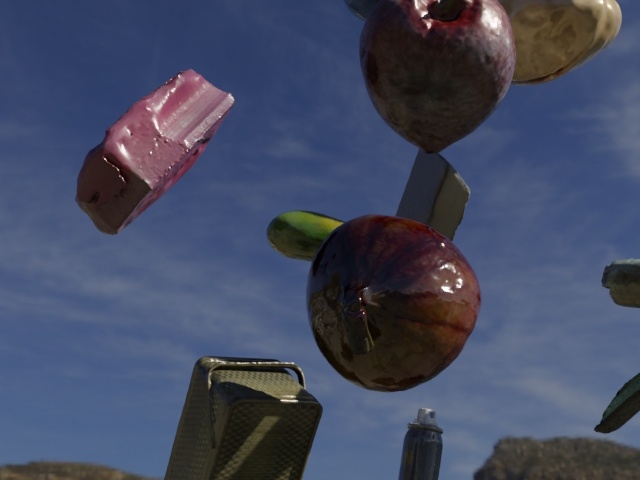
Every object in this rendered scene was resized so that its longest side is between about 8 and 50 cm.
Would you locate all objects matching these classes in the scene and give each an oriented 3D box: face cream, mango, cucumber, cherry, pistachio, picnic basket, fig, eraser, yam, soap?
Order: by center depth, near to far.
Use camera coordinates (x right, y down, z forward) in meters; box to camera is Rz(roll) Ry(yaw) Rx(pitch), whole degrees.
[{"bbox_3d":[0.090,0.077,1.203,0.235,0.235,0.214,-14,-39,22],"label":"fig"},{"bbox_3d":[0.172,-0.262,1.382,0.230,0.203,0.300,4,-47,4],"label":"cherry"},{"bbox_3d":[-0.119,0.312,1.390,0.165,0.267,0.139,8,15,-31],"label":"picnic basket"},{"bbox_3d":[-0.290,-0.154,1.568,0.127,0.325,0.220,41,-57,-4],"label":"soap"},{"bbox_3d":[0.596,0.077,1.569,0.093,0.093,0.259,11,-5,-27],"label":"yam"},{"bbox_3d":[-0.002,0.001,1.636,0.191,0.085,0.122,14,-24,4],"label":"mango"},{"bbox_3d":[0.174,0.447,1.664,0.073,0.283,0.073,10,-18,3],"label":"face cream"},{"bbox_3d":[0.414,-0.390,1.718,0.193,0.214,0.318,15,-16,-23],"label":"pistachio"},{"bbox_3d":[0.196,-0.012,1.779,0.077,0.111,0.352,3,-60,-25],"label":"eraser"},{"bbox_3d":[0.628,0.303,1.829,0.046,0.070,0.220,36,-62,-8],"label":"cucumber"}]

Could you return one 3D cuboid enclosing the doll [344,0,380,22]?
[{"bbox_3d":[0.158,-0.503,1.853,0.161,0.257,0.215,-13,-50,-35],"label":"doll"}]
